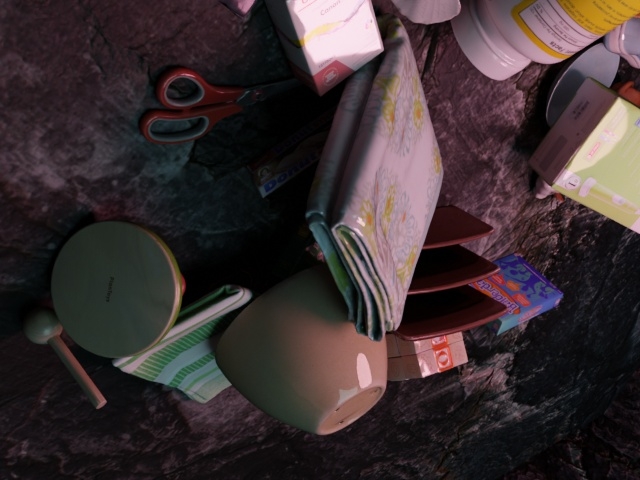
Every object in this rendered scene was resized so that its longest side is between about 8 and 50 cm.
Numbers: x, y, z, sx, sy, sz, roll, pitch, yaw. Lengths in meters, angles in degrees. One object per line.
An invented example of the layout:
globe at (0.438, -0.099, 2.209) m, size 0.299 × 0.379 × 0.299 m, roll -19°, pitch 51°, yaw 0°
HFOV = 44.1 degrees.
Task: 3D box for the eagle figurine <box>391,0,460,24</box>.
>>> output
eagle figurine at (0.136, -0.368, 0.886) m, size 0.226 × 0.225 × 0.298 m, roll -25°, pitch -167°, yaw 22°

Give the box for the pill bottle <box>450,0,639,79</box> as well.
pill bottle at (0.350, -0.368, 1.095) m, size 0.187 × 0.188 × 0.334 m, roll -4°, pitch 161°, yaw -44°

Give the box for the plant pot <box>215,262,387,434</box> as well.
plant pot at (0.000, 0.199, 1.280) m, size 0.284 × 0.191 × 0.284 m, roll -29°, pitch 153°, yaw -16°

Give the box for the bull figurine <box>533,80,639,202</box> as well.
bull figurine at (0.593, -0.199, 1.705) m, size 0.188 × 0.101 × 0.310 m, roll 4°, pitch 127°, yaw -53°

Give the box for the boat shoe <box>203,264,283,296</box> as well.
boat shoe at (-0.112, 0.075, 1.307) m, size 0.177 × 0.064 × 0.060 m, roll -19°, pitch 141°, yaw -28°

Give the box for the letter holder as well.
letter holder at (0.209, 0.056, 1.458) m, size 0.301 × 0.214 × 0.152 m, roll -9°, pitch 120°, yaw -40°

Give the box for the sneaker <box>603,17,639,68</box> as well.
sneaker at (0.680, -0.373, 1.475) m, size 0.319 × 0.208 × 0.127 m, roll -12°, pitch 116°, yaw -49°

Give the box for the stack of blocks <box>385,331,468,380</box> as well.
stack of blocks at (0.111, 0.222, 1.519) m, size 0.171 × 0.087 × 0.297 m, roll -11°, pitch 176°, yaw -40°

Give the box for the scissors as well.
scissors at (-0.106, -0.187, 1.071) m, size 0.297 × 0.021 × 0.109 m, roll -12°, pitch 133°, yaw -39°

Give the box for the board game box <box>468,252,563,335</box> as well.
board game box at (0.432, 0.119, 1.831) m, size 0.210 × 0.160 × 0.047 m, roll -20°, pitch 139°, yaw -32°

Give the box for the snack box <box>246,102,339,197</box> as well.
snack box at (-0.028, -0.138, 1.197) m, size 0.178 × 0.022 × 0.064 m, roll -36°, pitch 147°, yaw -12°

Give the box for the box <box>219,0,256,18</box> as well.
box at (-0.113, -0.425, 0.655) m, size 0.343 × 0.179 × 0.312 m, roll -53°, pitch 146°, yaw 13°

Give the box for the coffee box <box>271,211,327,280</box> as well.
coffee box at (0.000, 0.000, 1.314) m, size 0.184 × 0.040 × 0.113 m, roll -61°, pitch 147°, yaw -7°

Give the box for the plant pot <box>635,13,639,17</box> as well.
plant pot at (0.518, -0.496, 1.165) m, size 0.203 × 0.290 × 0.291 m, roll -33°, pitch 148°, yaw -44°

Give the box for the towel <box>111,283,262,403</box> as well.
towel at (-0.171, 0.178, 1.315) m, size 0.247 × 0.038 × 0.325 m, roll -31°, pitch 152°, yaw 5°

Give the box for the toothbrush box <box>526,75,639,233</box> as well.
toothbrush box at (0.590, -0.160, 1.556) m, size 0.283 × 0.122 × 0.206 m, roll 22°, pitch 114°, yaw -23°

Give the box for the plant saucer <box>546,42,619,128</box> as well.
plant saucer at (0.502, -0.307, 1.545) m, size 0.194 × 0.037 × 0.195 m, roll -28°, pitch 144°, yaw -23°

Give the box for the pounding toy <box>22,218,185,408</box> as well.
pounding toy at (-0.275, 0.081, 1.085) m, size 0.237 × 0.183 × 0.110 m, roll -51°, pitch 172°, yaw 12°

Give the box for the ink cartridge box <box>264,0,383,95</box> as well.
ink cartridge box at (0.000, -0.298, 1.002) m, size 0.115 × 0.067 × 0.198 m, roll -38°, pitch 141°, yaw -10°

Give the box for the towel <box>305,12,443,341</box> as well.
towel at (0.095, -0.083, 1.148) m, size 0.321 × 0.090 × 0.375 m, roll 67°, pitch 33°, yaw -52°
